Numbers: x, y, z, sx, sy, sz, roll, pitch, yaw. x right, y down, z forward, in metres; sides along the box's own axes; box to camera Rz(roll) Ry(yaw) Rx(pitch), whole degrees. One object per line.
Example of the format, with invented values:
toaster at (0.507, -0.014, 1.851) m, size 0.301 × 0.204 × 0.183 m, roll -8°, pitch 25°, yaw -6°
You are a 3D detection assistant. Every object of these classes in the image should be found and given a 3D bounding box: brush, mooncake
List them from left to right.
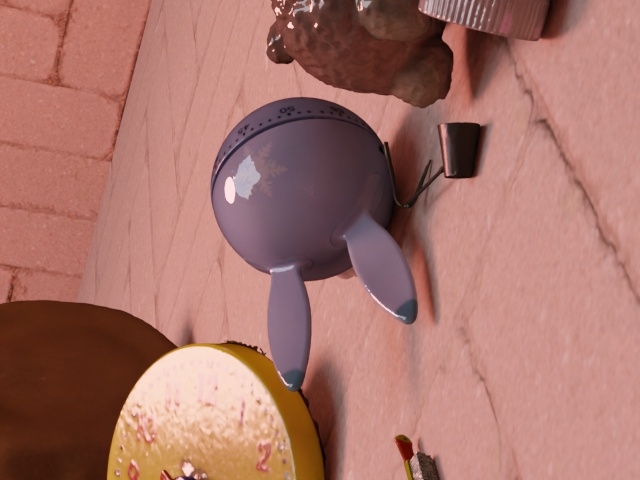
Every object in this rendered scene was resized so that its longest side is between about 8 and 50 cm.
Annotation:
mooncake at (-0.352, 0.247, 1.986) m, size 0.378 × 0.378 × 0.201 m, roll -106°, pitch 25°, yaw -60°
brush at (0.071, 0.162, 1.099) m, size 0.021 × 0.019 × 0.083 m, roll -63°, pitch 20°, yaw 20°

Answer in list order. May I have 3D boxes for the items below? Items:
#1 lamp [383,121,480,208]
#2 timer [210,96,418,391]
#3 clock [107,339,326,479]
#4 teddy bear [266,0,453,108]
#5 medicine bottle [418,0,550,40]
lamp at (0.088, -0.056, 1.162) m, size 0.121 × 0.041 × 0.054 m, roll 167°, pitch 104°, yaw -70°
timer at (0.006, -0.003, 1.268) m, size 0.255 × 0.175 × 0.175 m, roll 63°, pitch 150°, yaw 22°
clock at (-0.112, 0.238, 1.403) m, size 0.277 × 0.071 × 0.293 m, roll -5°, pitch 81°, yaw 44°
teddy bear at (0.054, -0.241, 1.168) m, size 0.236 × 0.151 × 0.267 m, roll 66°, pitch -139°, yaw -59°
medicine bottle at (0.130, -0.236, 1.013) m, size 0.132 × 0.088 × 0.188 m, roll -121°, pitch 43°, yaw -70°
